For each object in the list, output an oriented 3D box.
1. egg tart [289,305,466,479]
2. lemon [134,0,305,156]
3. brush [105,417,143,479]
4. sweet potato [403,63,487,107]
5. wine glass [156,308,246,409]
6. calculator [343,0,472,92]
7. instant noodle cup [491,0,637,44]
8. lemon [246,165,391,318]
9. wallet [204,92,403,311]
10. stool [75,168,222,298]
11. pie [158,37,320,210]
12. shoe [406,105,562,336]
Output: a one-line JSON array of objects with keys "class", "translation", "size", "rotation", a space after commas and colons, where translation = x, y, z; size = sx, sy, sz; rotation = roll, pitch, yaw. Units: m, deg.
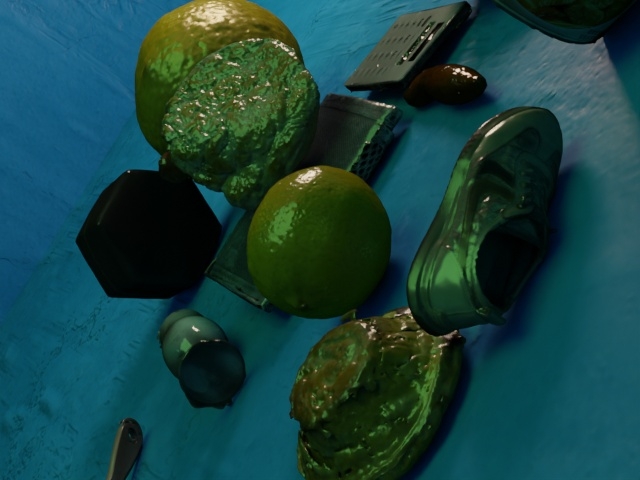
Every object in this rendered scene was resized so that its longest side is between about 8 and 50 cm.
[{"class": "egg tart", "translation": [0.047, 0.157, 1.388], "size": [0.241, 0.106, 0.241], "rotation": [-42, 25, 25]}, {"class": "lemon", "translation": [-0.168, -0.258, 2.251], "size": [0.336, 0.336, 0.336], "rotation": [-47, 21, 25]}, {"class": "brush", "translation": [-0.297, 0.378, 1.943], "size": [0.067, 0.072, 0.313], "rotation": [-19, 32, 24]}, {"class": "sweet potato", "translation": [0.164, -0.206, 1.759], "size": [0.057, 0.057, 0.264], "rotation": [-58, 15, -4]}, {"class": "wine glass", "translation": [-0.175, 0.165, 1.919], "size": [0.103, 0.103, 0.222], "rotation": [-56, 19, 1]}, {"class": "calculator", "translation": [0.127, -0.286, 1.981], "size": [0.161, 0.021, 0.261], "rotation": [-51, 16, -9]}, {"class": "instant noodle cup", "translation": [0.274, -0.366, 1.439], "size": [0.214, 0.296, 0.296], "rotation": [-54, 17, 33]}, {"class": "lemon", "translation": [0.000, 0.000, 1.633], "size": [0.178, 0.178, 0.203], "rotation": [-31, 33, 52]}, {"class": "wallet", "translation": [-0.020, -0.056, 1.939], "size": [0.342, 0.075, 0.237], "rotation": [-56, 25, -6]}, {"class": "stool", "translation": [-0.300, -0.007, 2.317], "size": [0.141, 0.232, 0.232], "rotation": [-31, 31, 56]}, {"class": "pie", "translation": [-0.118, -0.183, 1.989], "size": [0.274, 0.105, 0.257], "rotation": [22, 88, 38]}, {"class": "shoe", "translation": [0.187, -0.023, 1.341], "size": [0.098, 0.103, 0.275], "rotation": [2, 59, 47]}]
